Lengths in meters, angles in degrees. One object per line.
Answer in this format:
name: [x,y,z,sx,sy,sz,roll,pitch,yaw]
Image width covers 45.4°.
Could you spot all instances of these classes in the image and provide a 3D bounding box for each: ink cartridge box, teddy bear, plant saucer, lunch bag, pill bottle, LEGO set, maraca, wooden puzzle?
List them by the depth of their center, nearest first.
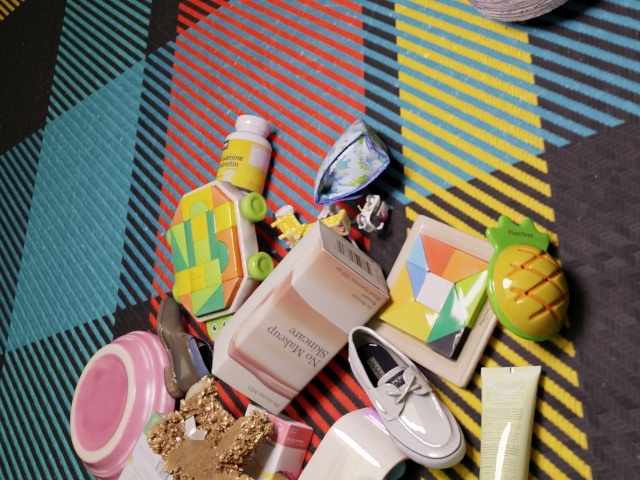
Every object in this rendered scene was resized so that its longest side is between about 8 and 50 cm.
maraca: [0.289,0.052,1.079,0.099,0.127,0.186,138,134,-57]
wooden puzzle: [0.185,0.087,1.215,0.238,0.044,0.221,26,91,47]
teddy bear: [-0.184,0.379,1.300,0.338,0.113,0.245,21,68,47]
ink cartridge box: [-0.102,0.400,1.328,0.115,0.067,0.198,12,81,45]
lunch bag: [0.047,-0.131,1.378,0.151,0.096,0.129,-40,13,14]
LEGO set: [0.000,0.000,1.420,0.287,0.107,0.132,-6,33,47]
ink cartridge box: [-0.306,0.465,1.477,0.154,0.093,0.213,29,91,47]
pill bottle: [-0.160,-0.166,1.618,0.103,0.103,0.184,-4,69,43]
plant saucer: [-0.441,0.355,1.652,0.332,0.084,0.332,-21,59,40]

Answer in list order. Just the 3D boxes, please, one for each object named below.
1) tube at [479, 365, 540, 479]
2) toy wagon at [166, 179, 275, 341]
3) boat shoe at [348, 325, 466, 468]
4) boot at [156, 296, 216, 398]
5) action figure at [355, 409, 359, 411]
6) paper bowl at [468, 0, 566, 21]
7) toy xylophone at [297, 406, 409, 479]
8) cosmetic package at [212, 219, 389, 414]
tube: [0.256,0.290,1.051,0.070,0.062,0.240,9,66,1]
toy wagon: [-0.203,0.060,1.518,0.267,0.068,0.345,-19,74,42]
boat shoe: [0.122,0.228,1.162,0.096,0.088,0.267,-28,42,-7]
boot: [-0.271,0.208,1.583,0.106,0.082,0.219,-22,66,23]
action figure: [0.033,0.331,1.261,0.115,0.030,0.038,-54,49,14]
paper bowl: [0.351,-0.492,1.246,0.284,0.148,0.284,-20,58,36]
toy xylophone: [0.037,0.430,1.168,0.323,0.081,0.236,-52,57,10]
cosmetic package: [-0.038,0.133,1.307,0.296,0.153,0.129,-50,18,17]
